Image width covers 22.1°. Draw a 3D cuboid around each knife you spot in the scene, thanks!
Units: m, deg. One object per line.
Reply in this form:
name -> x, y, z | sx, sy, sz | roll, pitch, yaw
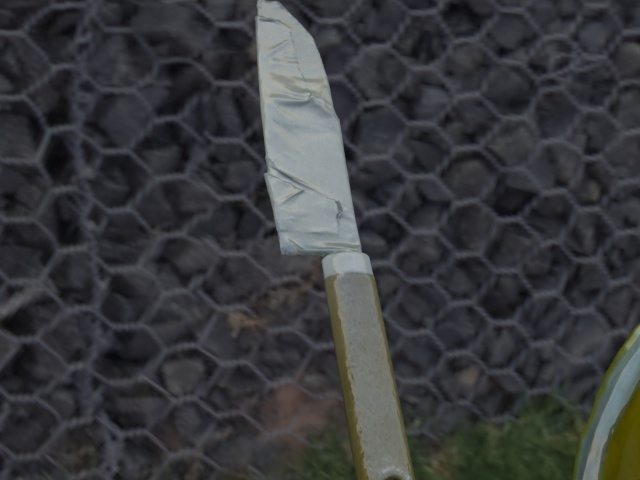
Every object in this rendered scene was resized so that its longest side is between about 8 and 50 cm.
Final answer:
knife -> 0.000, -0.001, 0.776 | 0.047, 0.017, 0.297 | -3, 63, -13

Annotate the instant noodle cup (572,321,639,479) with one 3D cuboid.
instant noodle cup -> 0.146, 0.093, 0.314 | 0.182, 0.144, 0.182 | 1, 123, 2
